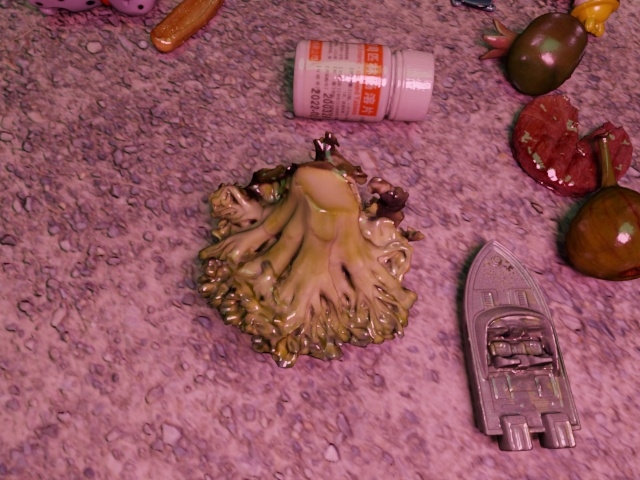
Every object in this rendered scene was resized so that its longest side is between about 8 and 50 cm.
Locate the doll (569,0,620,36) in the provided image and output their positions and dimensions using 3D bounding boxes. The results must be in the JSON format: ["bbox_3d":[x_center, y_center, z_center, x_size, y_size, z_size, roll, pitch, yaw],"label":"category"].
[{"bbox_3d":[0.581,-0.563,0.977,0.098,0.135,0.241,-7,83,23],"label":"doll"}]

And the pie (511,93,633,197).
[{"bbox_3d":[0.470,-0.181,0.857,0.204,0.054,0.219,-39,76,-16],"label":"pie"}]

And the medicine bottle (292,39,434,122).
[{"bbox_3d":[0.076,-0.294,0.845,0.251,0.144,0.145,5,68,-3],"label":"medicine bottle"}]

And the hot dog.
[{"bbox_3d":[-0.275,-0.474,0.960,0.066,0.047,0.216,34,70,-3],"label":"hot dog"}]

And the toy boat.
[{"bbox_3d":[0.293,0.147,0.694,0.141,0.092,0.320,-2,67,-4],"label":"toy boat"}]

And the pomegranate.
[{"bbox_3d":[0.421,-0.378,0.905,0.191,0.131,0.152,30,74,34],"label":"pomegranate"}]

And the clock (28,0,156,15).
[{"bbox_3d":[-0.458,-0.550,0.932,0.253,0.189,0.189,5,67,-6],"label":"clock"}]

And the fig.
[{"bbox_3d":[0.478,-0.056,0.764,0.151,0.151,0.260,3,57,0],"label":"fig"}]

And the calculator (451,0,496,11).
[{"bbox_3d":[0.335,-0.561,1.027,0.141,0.019,0.094,21,68,8],"label":"calculator"}]

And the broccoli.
[{"bbox_3d":[-0.008,0.013,0.682,0.323,0.272,0.335,14,53,-39],"label":"broccoli"}]
